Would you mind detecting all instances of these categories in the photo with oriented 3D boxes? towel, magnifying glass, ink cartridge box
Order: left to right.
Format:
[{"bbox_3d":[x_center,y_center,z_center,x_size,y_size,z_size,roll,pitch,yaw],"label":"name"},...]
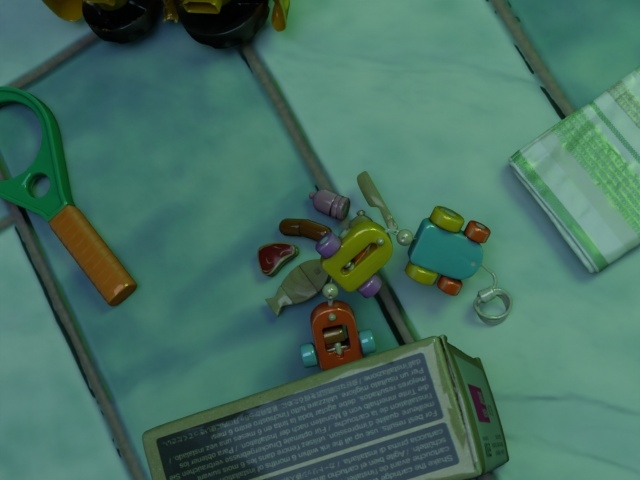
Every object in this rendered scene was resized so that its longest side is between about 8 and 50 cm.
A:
[{"bbox_3d":[-0.233,-0.039,0.941,0.092,0.026,0.231,-41,71,3],"label":"magnifying glass"},{"bbox_3d":[0.017,0.139,0.735,0.193,0.235,0.088,-19,76,10],"label":"ink cartridge box"},{"bbox_3d":[0.235,-0.060,0.834,0.152,0.023,0.113,-35,76,3],"label":"towel"}]

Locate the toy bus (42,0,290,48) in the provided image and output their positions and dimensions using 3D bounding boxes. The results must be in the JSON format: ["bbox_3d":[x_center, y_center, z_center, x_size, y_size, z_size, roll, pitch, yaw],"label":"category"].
[{"bbox_3d":[-0.125,-0.285,0.906,0.220,0.149,0.211,4,67,17],"label":"toy bus"}]

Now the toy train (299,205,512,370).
[{"bbox_3d":[0.056,0.036,0.842,0.166,0.046,0.125,-17,113,2],"label":"toy train"}]

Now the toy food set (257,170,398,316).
[{"bbox_3d":[0.000,0.000,0.878,0.122,0.019,0.078,-31,74,12],"label":"toy food set"}]
